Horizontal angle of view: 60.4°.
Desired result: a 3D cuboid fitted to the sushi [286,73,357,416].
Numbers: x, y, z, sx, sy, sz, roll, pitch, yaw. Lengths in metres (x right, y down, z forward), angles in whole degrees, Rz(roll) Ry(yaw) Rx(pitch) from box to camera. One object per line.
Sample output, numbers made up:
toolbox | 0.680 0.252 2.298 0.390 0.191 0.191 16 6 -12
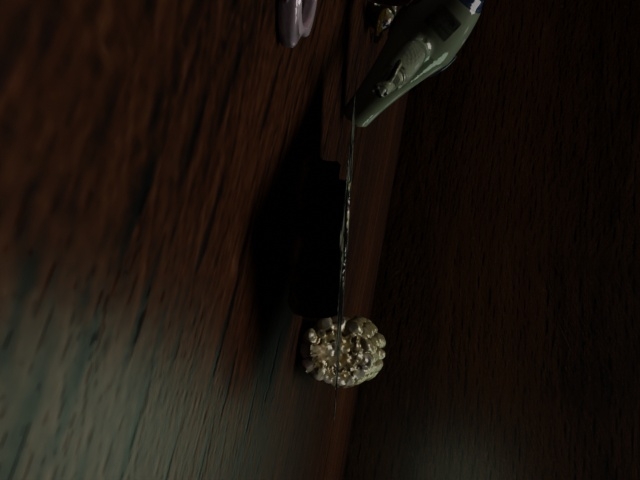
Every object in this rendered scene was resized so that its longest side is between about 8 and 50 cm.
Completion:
sushi | 0.000 0.000 0.412 0.210 0.040 0.192 -82 174 -48

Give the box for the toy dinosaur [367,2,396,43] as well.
toy dinosaur | 0.074 -0.270 0.641 0.180 0.037 0.058 -50 143 -76

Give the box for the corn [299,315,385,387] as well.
corn | 0.031 0.123 0.608 0.211 0.087 0.087 60 40 -79

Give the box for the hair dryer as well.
hair dryer | 0.055 -0.131 0.484 0.199 0.067 0.167 -55 -173 -35

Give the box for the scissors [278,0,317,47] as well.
scissors | -0.003 -0.199 0.288 0.100 0.015 0.189 71 27 -76

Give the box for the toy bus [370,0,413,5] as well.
toy bus | 0.052 -0.252 0.435 0.203 0.063 0.090 -39 140 -75
